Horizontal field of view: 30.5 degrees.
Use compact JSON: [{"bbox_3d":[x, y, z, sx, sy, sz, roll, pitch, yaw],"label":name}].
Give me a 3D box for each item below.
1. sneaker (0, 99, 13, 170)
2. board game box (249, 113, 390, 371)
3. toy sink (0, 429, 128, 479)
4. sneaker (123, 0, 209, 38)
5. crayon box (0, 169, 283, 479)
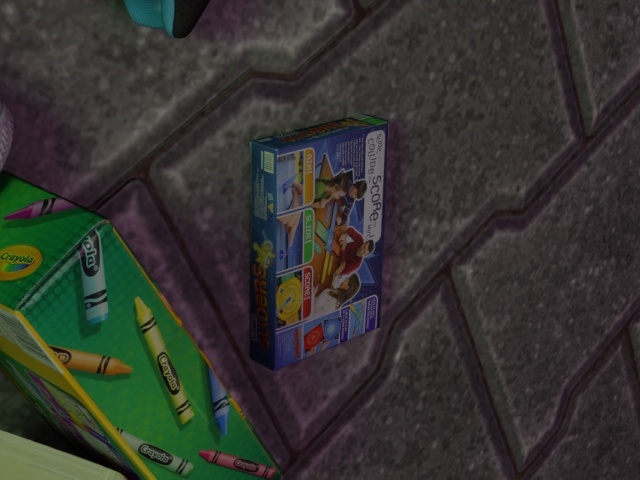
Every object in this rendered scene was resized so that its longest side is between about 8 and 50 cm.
[{"bbox_3d":[-0.289,-0.020,0.647,0.153,0.101,0.269,52,47,-38],"label":"sneaker"},{"bbox_3d":[0.000,0.000,1.026,0.136,0.035,0.201,-17,118,-41],"label":"board game box"},{"bbox_3d":[-0.214,0.267,0.785,0.153,0.131,0.234,72,37,-58],"label":"toy sink"},{"bbox_3d":[-0.168,-0.225,0.692,0.340,0.125,0.140,17,98,-46],"label":"sneaker"},{"bbox_3d":[-0.154,0.082,0.801,0.081,0.165,0.278,-48,135,-22],"label":"crayon box"}]
